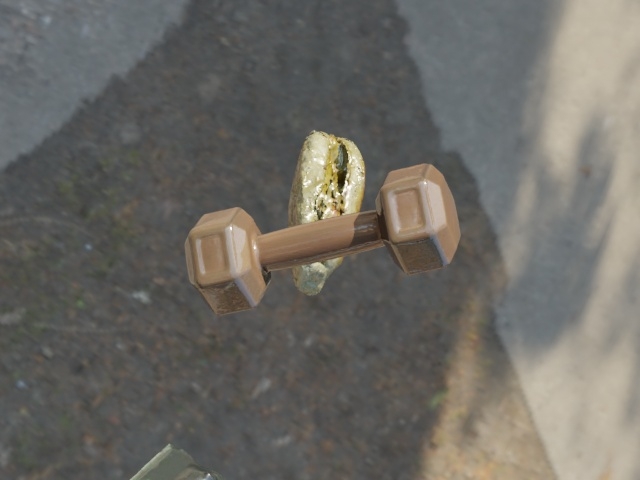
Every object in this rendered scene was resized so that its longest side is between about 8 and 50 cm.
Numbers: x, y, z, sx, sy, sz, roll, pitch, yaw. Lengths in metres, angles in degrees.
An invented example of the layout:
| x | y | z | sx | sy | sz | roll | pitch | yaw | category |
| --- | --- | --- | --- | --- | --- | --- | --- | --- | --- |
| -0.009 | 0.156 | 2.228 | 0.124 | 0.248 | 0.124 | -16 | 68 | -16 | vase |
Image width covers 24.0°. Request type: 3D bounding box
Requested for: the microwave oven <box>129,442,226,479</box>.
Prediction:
| x | y | z | sx | sy | sz | roll | pitch | yaw | category |
| --- | --- | --- | --- | --- | --- | --- | --- | --- | --- |
| -0.057 | 0.305 | 0.994 | 0.181 | 0.295 | 0.237 | -58 | 172 | 26 | microwave oven |

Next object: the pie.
| x | y | z | sx | sy | sz | roll | pitch | yaw | category |
| --- | --- | --- | --- | --- | --- | --- | --- | --- | --- |
| -0.001 | -0.033 | 1.682 | 0.079 | 0.163 | 0.193 | 11 | 63 | -11 | pie |

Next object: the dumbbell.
| x | y | z | sx | sy | sz | roll | pitch | yaw | category |
| --- | --- | --- | --- | --- | --- | --- | --- | --- | --- |
| 0.000 | 0.000 | 1.272 | 0.082 | 0.231 | 0.092 | 29 | 50 | -70 | dumbbell |
